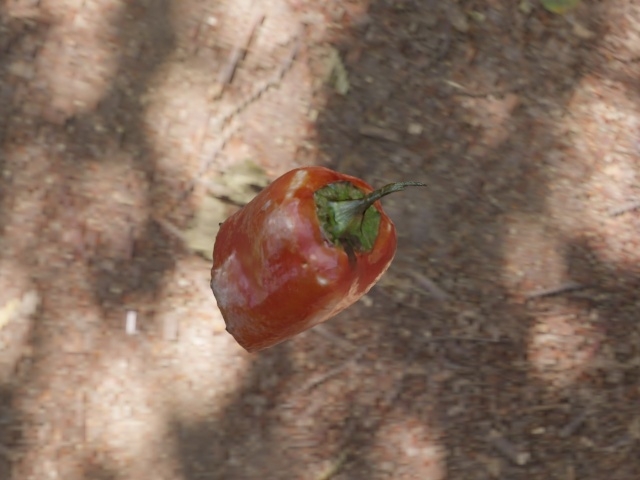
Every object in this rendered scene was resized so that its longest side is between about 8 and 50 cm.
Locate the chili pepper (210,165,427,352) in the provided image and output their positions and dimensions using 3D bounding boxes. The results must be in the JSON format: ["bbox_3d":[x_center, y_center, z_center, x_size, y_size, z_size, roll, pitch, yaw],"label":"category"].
[{"bbox_3d":[0.000,0.000,1.011,0.086,0.084,0.192,46,137,-13],"label":"chili pepper"}]
